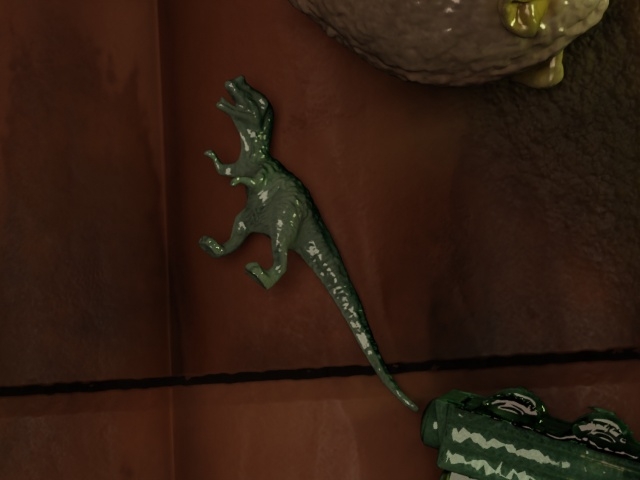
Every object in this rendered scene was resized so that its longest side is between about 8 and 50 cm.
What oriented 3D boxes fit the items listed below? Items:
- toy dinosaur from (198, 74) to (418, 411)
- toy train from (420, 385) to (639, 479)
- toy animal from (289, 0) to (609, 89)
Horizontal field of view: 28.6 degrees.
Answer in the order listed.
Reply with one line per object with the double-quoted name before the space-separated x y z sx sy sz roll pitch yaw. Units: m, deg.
"toy dinosaur" -0.043 0.023 1.267 0.129 0.076 0.383 -24 88 -10
"toy train" 0.242 0.245 1.155 0.330 0.138 0.178 14 93 15
"toy animal" 0.127 -0.259 1.197 0.358 0.188 0.227 -10 77 13
